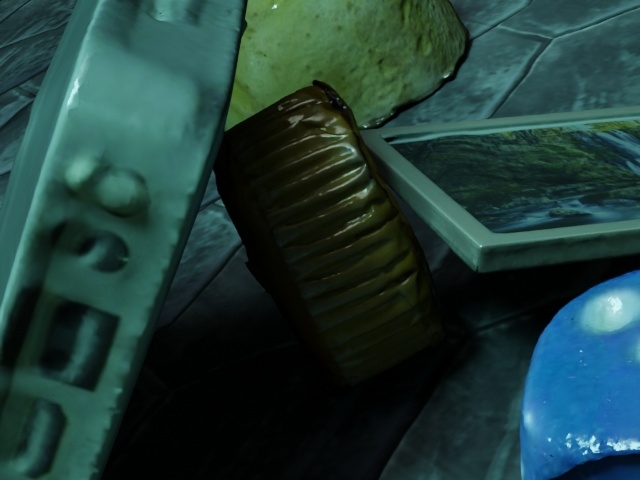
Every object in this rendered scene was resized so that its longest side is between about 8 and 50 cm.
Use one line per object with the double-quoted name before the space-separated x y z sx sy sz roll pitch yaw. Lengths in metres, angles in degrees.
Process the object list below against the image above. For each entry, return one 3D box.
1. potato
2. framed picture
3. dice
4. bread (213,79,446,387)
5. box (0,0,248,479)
"potato" -0.001 -0.228 1.375 0.285 0.242 0.242 -29 26 -17
"framed picture" 0.207 -0.046 0.940 0.324 0.020 0.240 -6 22 -14
"dice" 0.180 0.102 0.678 0.146 0.143 0.146 -10 33 24
"bread" 0.000 0.000 0.956 0.104 0.199 0.199 -27 26 -3
"box" -0.146 0.001 0.907 0.111 0.396 0.396 17 26 -9
